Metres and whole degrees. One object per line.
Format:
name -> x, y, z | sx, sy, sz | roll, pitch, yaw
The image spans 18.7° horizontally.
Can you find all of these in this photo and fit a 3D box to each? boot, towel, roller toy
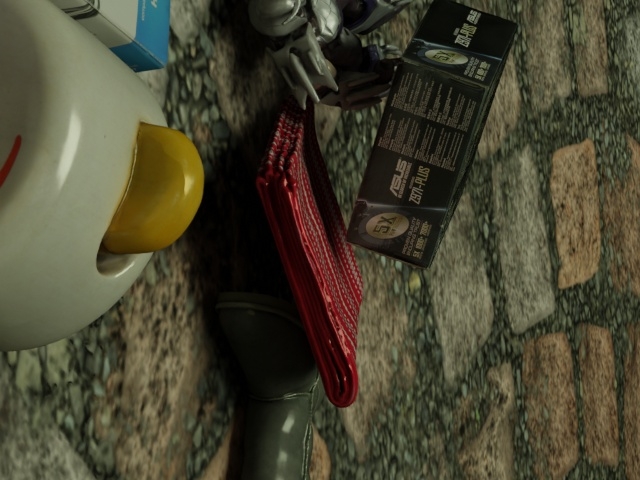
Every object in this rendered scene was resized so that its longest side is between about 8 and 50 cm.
boot -> -0.046, 0.164, 1.535 | 0.189, 0.076, 0.208 | 48, 51, -52
towel -> 0.000, 0.000, 1.577 | 0.275, 0.031, 0.199 | -80, 154, -72
roller toy -> -0.184, -0.041, 1.075 | 0.191, 0.209, 0.146 | 61, 11, 27

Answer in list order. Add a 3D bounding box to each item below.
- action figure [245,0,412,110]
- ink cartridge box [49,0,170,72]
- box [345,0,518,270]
action figure -> 0.009, -0.191, 1.653 | 0.285, 0.099, 0.185 | 4, 72, -71
ink cartridge box -> -0.192, -0.161, 1.143 | 0.191, 0.140, 0.082 | 40, 48, -59
box -> 0.093, -0.091, 1.630 | 0.147, 0.077, 0.180 | -62, 170, -58
